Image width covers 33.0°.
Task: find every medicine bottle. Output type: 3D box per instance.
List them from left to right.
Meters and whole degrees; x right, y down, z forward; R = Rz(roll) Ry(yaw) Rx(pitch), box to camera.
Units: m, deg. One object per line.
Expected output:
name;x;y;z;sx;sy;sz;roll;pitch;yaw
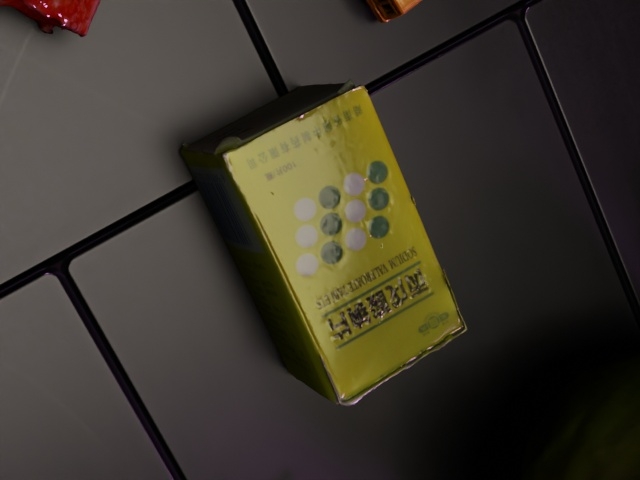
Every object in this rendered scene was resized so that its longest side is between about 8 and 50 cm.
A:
medicine bottle;0.000;0.000;0.941;0.137;0.141;0.250;-30;107;-18

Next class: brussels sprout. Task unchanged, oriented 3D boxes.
brussels sprout;0.345;0.255;1.016;0.371;0.314;0.276;-33;119;-29

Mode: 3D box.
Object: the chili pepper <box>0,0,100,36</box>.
chili pepper;-0.203;-0.288;0.844;0.144;0.136;0.253;25;80;5

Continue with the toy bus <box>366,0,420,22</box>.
toy bus;0.107;-0.269;0.974;0.162;0.074;0.069;-39;107;-10
